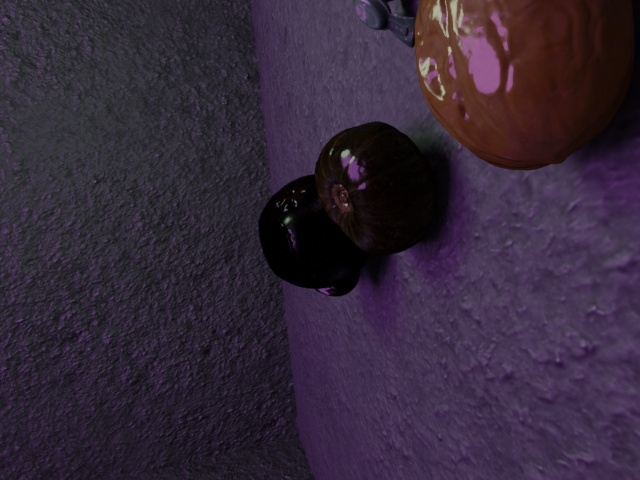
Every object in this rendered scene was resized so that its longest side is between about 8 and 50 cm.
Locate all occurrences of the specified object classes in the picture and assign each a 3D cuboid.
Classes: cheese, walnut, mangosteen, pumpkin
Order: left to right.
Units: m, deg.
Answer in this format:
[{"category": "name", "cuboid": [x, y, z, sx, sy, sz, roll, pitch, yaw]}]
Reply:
[{"category": "mangosteen", "cuboid": [-0.004, -0.001, 0.900, 0.288, 0.233, 0.287, 34, 134, 43]}, {"category": "pumpkin", "cuboid": [0.092, -0.085, 0.656, 0.219, 0.162, 0.218, 47, 159, 25]}, {"category": "cheese", "cuboid": [0.092, -0.339, 0.622, 0.121, 0.026, 0.067, 39, 175, 12]}, {"category": "walnut", "cuboid": [0.157, -0.156, 0.330, 0.159, 0.159, 0.206, 129, 133, -72]}]

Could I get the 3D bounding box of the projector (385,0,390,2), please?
[{"category": "projector", "cuboid": [0.089, -0.439, 0.588, 0.147, 0.061, 0.115, 67, 171, -9]}]
